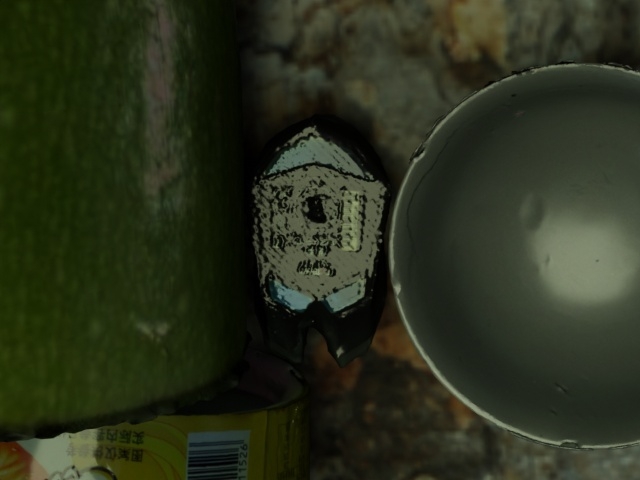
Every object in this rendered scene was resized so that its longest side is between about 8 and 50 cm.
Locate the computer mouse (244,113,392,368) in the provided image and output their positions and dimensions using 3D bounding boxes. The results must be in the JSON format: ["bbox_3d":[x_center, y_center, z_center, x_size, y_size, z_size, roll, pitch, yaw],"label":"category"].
[{"bbox_3d":[0.000,0.000,0.806,0.079,0.047,0.135,0,94,6],"label":"computer mouse"}]

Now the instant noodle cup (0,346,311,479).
[{"bbox_3d":[-0.118,0.159,0.787,0.264,0.264,0.200,8,98,16],"label":"instant noodle cup"}]

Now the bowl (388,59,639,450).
[{"bbox_3d":[0.133,0.000,0.745,0.189,0.086,0.189,4,105,16],"label":"bowl"}]

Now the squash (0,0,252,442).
[{"bbox_3d":[-0.172,-0.094,0.711,0.310,0.310,0.309,9,104,16],"label":"squash"}]
